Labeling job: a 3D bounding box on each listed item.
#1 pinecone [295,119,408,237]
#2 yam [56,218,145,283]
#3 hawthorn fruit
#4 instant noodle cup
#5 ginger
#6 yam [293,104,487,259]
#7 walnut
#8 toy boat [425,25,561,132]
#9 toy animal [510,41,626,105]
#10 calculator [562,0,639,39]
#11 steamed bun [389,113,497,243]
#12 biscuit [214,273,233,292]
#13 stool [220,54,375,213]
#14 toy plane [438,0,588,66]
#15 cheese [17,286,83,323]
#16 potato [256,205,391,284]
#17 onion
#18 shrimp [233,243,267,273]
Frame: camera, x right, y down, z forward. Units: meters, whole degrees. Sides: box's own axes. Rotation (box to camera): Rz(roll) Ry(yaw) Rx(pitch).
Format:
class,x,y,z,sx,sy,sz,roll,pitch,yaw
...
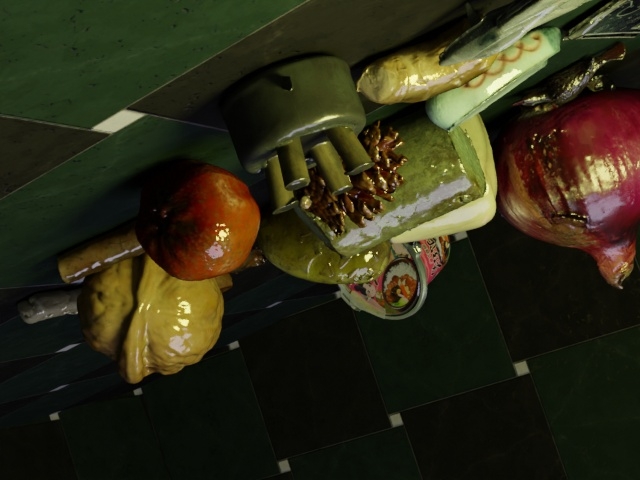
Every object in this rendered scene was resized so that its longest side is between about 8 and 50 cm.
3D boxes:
class,x,y,z,sx,sy,sz,roll,pitch,yaw
pinecone,0.040,-0.096,1.422,0.173,0.173,0.173,-23,172,-4
yam,-0.273,0.000,1.510,0.241,0.057,0.057,-25,172,2
hawthorn fruit,-0.144,-0.029,1.340,0.157,0.157,0.194,-28,174,29
instant noodle cup,0.173,0.023,2.309,0.181,0.258,0.302,-36,-178,-41
ginger,0.134,-0.211,1.247,0.190,0.069,0.095,-24,150,7
yam,0.091,-0.084,1.573,0.304,0.168,0.168,-25,171,10
walnut,-0.262,0.102,1.612,0.224,0.257,0.257,12,168,-2
toy boat,0.232,-0.232,1.429,0.207,0.079,0.134,-34,180,-2
toy animal,0.413,-0.265,1.740,0.202,0.070,0.105,-21,159,3
calculator,0.475,-0.338,1.512,0.274,0.028,0.166,-15,168,-47
steamed bun,0.180,-0.091,1.733,0.225,0.200,0.170,-13,149,5
biscuit,-0.330,0.126,2.121,0.314,0.063,0.367,-24,172,-11
stool,-0.011,-0.119,1.189,0.153,0.139,0.228,-25,169,22
toy plane,0.240,-0.271,1.142,0.267,0.088,0.212,-19,174,29
cheese,-0.435,0.106,1.782,0.065,0.043,0.194,-33,166,27
potato,0.000,0.000,1.793,0.251,0.149,0.113,20,165,6
onion,0.490,-0.091,1.878,0.348,0.385,0.348,-22,-169,4
shrimp,-0.204,0.045,1.943,0.152,0.063,0.287,-26,168,30
